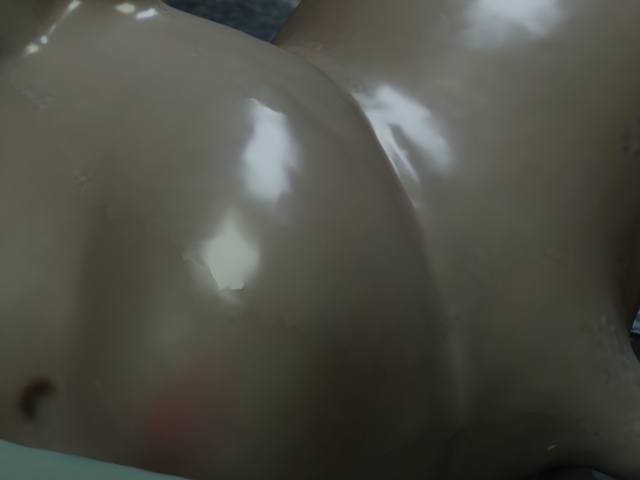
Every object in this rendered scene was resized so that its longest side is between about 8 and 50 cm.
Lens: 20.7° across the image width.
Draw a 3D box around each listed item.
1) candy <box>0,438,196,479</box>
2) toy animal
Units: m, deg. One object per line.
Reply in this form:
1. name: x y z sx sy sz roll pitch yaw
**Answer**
1. candy: 0.009 0.180 0.431 0.358 0.208 0.145 9 34 7
2. toy animal: 0.000 0.000 0.599 0.269 0.237 0.326 29 48 7
